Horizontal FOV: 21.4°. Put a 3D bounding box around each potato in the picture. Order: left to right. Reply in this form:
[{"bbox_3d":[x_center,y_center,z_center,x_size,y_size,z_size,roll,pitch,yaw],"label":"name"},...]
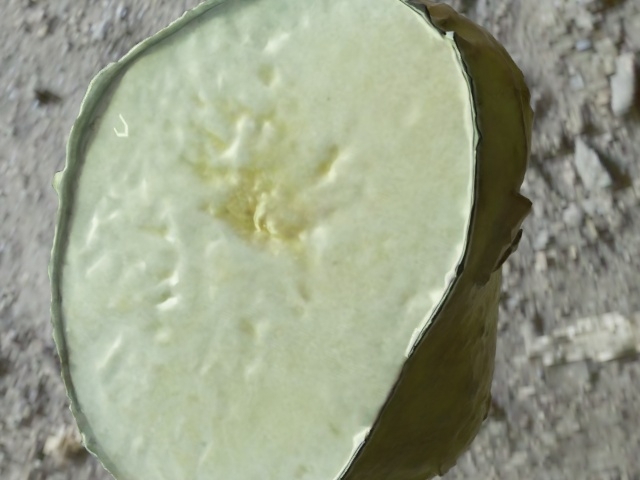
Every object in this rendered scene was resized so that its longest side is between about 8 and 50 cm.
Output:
[{"bbox_3d":[0.000,0.000,0.925,0.246,0.196,0.299,30,105,20],"label":"potato"}]
